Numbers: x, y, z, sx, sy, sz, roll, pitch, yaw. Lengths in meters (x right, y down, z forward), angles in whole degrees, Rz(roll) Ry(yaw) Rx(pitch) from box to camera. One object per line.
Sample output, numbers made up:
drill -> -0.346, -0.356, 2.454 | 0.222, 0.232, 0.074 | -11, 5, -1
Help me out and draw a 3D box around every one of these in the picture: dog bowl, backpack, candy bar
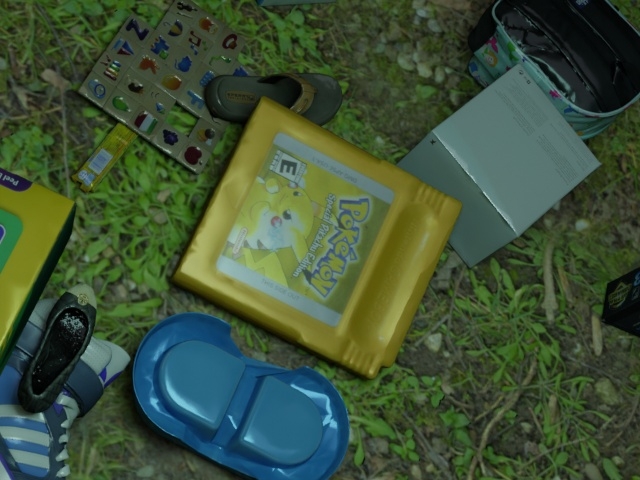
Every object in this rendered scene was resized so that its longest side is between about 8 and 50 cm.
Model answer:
dog bowl -> -0.108, 0.213, 1.685 | 0.297, 0.074, 0.166 | 29, 62, -10
backpack -> 0.368, -0.277, 2.012 | 0.253, 0.191, 0.225 | 44, 60, 8
candy bar -> -0.277, -0.127, 1.775 | 0.040, 0.018, 0.161 | 38, 60, -7

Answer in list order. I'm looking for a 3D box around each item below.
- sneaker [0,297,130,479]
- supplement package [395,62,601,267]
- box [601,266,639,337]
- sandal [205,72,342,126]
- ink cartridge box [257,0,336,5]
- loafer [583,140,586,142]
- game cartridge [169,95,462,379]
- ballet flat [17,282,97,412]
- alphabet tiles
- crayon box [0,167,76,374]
sneaker -> -0.307, 0.220, 1.562 | 0.236, 0.130, 0.323 | -26, 77, -25
supplement package -> 0.253, -0.107, 1.920 | 0.203, 0.149, 0.194 | -38, 88, -30
box -> 0.611, 0.099, 1.912 | 0.293, 0.295, 0.073 | 24, 63, -14
sandal -> -0.057, -0.209, 1.872 | 0.219, 0.060, 0.090 | 2, 70, -32
ink cartridge box -> -0.049, -0.471, 1.973 | 0.134, 0.078, 0.231 | -8, 73, -26
loafer -> 0.410, -0.174, 2.078 | 0.045, 0.039, 0.125 | 36, 61, -6
game cartridge -> 0.000, 0.000, 1.788 | 0.323, 0.052, 0.285 | 27, 76, -9
ballet flat -> -0.296, 0.122, 1.518 | 0.057, 0.049, 0.173 | 28, 57, -15
alphabet tiles -> -0.200, -0.233, 1.843 | 0.198, 0.009, 0.237 | 35, 56, -12
crayon box -> -0.502, 0.030, 1.464 | 0.362, 0.106, 0.313 | 24, 64, -4
